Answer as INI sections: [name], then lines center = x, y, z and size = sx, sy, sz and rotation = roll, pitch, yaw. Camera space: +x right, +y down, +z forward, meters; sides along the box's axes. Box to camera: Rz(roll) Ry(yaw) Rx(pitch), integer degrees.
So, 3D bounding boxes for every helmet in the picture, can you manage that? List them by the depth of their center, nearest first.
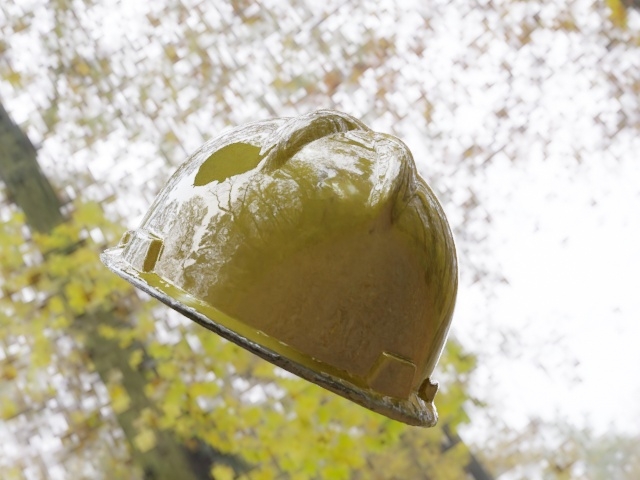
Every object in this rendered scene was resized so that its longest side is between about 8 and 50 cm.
[helmet]
center = 0.000, 0.000, 0.898
size = 0.140, 0.205, 0.257
rotation = -63, -5, 2
